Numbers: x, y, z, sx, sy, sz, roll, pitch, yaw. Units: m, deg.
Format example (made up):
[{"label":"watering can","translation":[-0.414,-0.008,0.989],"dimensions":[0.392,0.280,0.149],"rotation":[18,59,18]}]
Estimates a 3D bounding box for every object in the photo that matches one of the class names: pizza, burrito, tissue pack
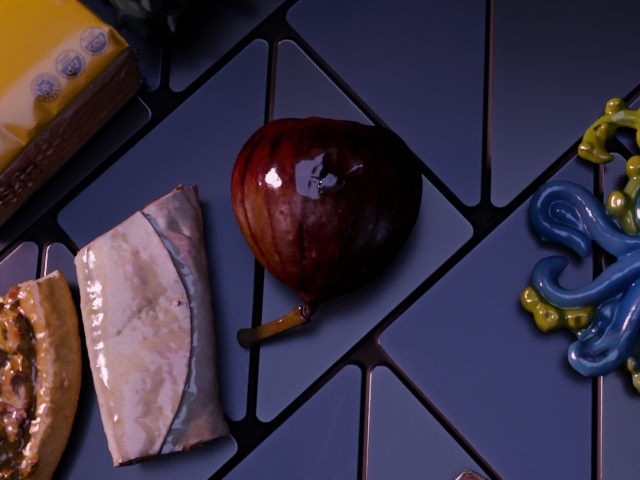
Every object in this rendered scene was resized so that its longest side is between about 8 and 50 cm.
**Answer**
[{"label":"pizza","translation":[-0.408,0.195,1.395],"dimensions":[0.278,0.114,0.408],"rotation":[35,80,5]},{"label":"burrito","translation":[-0.184,0.090,1.399],"dimensions":[0.143,0.105,0.299],"rotation":[-8,77,-7]},{"label":"tissue pack","translation":[-0.355,-0.166,1.447],"dimensions":[0.192,0.134,0.271],"rotation":[42,84,12]}]

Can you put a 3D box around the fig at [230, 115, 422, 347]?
[{"label":"fig","translation":[0.004,-0.006,1.370],"dimensions":[0.204,0.186,0.249],"rotation":[4,86,-13]}]

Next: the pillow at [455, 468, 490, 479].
[{"label":"pillow","translation":[0.135,0.362,1.347],"dimensions":[0.126,0.043,0.232],"rotation":[35,84,10]}]

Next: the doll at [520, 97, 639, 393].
[{"label":"doll","translation":[0.388,0.014,1.372],"dimensions":[0.346,0.099,0.341],"rotation":[41,82,14]}]

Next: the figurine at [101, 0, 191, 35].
[{"label":"figurine","translation":[-0.252,-0.398,1.411],"dimensions":[0.186,0.261,0.382],"rotation":[-25,116,34]}]
